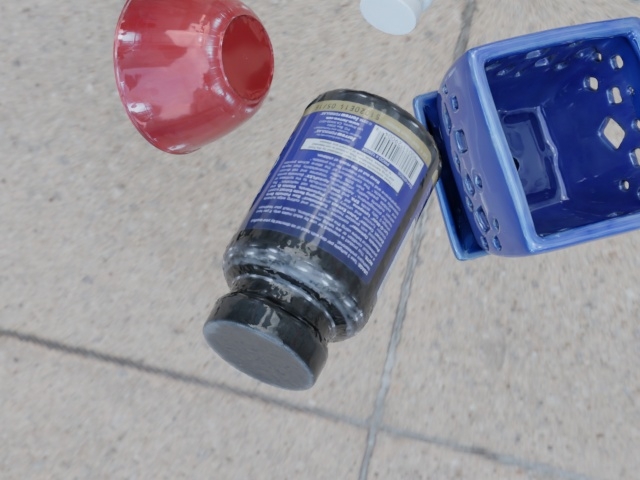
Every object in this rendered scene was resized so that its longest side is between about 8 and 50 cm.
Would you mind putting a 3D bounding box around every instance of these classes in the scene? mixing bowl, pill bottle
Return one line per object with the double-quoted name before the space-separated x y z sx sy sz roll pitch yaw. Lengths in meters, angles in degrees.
"mixing bowl" -0.111 -0.177 1.292 0.098 0.181 0.181 0 104 35
"pill bottle" 0.000 0.000 0.994 0.123 0.123 0.219 28 63 2
"pill bottle" 0.096 -0.295 1.397 0.078 0.078 0.137 23 63 3

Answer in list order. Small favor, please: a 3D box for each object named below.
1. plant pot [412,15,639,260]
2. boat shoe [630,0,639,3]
"plant pot" 0.249 -0.103 1.474 0.236 0.212 0.235 -15 87 -24
"boat shoe" 0.364 -0.279 1.387 0.038 0.125 0.046 -3 97 -10
